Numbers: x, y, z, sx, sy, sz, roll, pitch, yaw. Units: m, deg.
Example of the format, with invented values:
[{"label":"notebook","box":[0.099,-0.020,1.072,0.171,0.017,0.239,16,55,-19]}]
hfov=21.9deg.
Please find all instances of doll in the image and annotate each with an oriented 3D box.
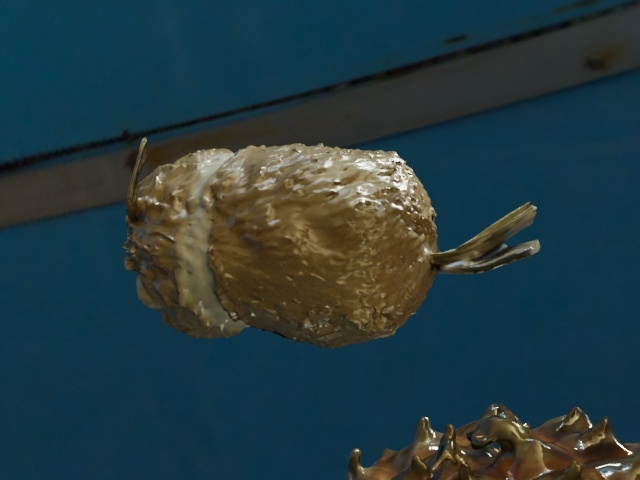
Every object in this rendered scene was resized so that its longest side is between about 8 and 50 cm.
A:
[{"label":"doll","box":[0.001,0.005,0.853,0.221,0.115,0.105,8,-118,18]}]

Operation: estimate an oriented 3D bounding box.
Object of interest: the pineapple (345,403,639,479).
[{"label":"pineapple","box":[0.089,0.136,0.582,0.166,0.193,0.166,5,-96,-50]}]
